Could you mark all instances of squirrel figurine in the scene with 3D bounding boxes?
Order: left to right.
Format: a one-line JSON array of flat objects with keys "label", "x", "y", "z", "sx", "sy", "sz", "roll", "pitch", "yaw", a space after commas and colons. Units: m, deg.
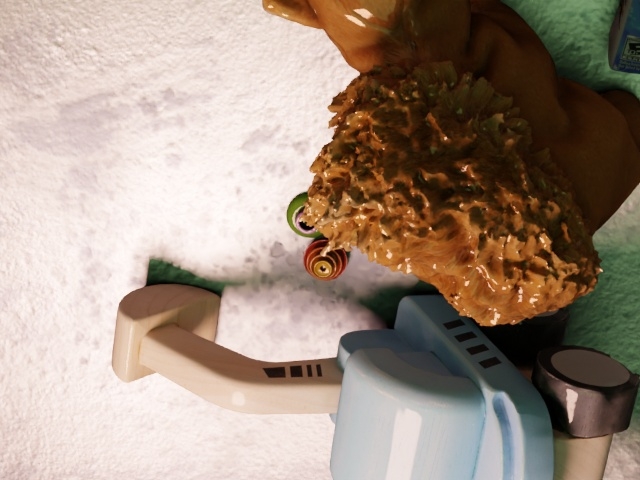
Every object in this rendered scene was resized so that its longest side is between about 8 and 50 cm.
[{"label": "squirrel figurine", "x": 0.116, "y": -0.127, "z": 1.467, "sx": 0.281, "sy": 0.397, "sz": 0.370, "roll": -23, "pitch": 117, "yaw": 19}]

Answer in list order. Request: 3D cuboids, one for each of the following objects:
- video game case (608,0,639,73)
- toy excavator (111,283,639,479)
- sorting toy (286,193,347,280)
[{"label": "video game case", "x": 0.431, "y": -0.246, "z": 1.504, "sx": 0.270, "sy": 0.061, "sz": 0.244, "roll": 7, "pitch": 142, "yaw": 2}, {"label": "toy excavator", "x": 0.042, "y": 0.161, "z": 1.665, "sx": 0.445, "sy": 0.433, "sz": 0.222, "roll": 0, "pitch": 115, "yaw": -24}, {"label": "sorting toy", "x": 0.000, "y": 0.000, "z": 1.720, "sx": 0.061, "sy": 0.042, "sz": 0.102, "roll": -19, "pitch": 108, "yaw": 13}]
